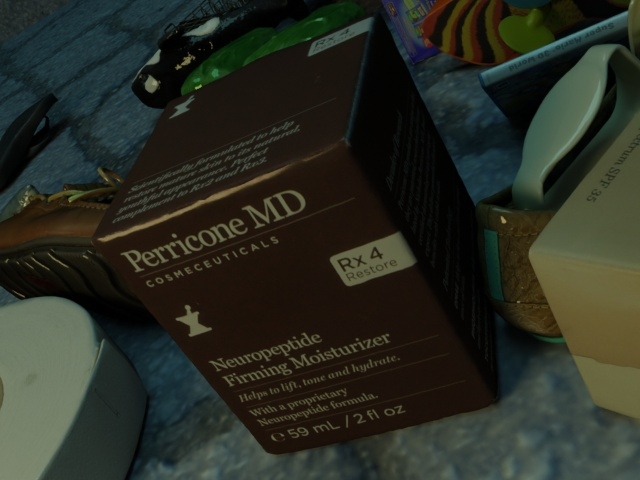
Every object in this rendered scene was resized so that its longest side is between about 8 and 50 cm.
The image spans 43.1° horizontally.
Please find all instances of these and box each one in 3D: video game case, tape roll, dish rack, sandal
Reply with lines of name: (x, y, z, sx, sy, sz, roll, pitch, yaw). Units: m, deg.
video game case: (0.218, -0.147, 0.652, 0.166, 0.015, 0.119, -21, -11, 20)
tape roll: (-0.323, 0.204, 0.661, 0.392, 0.072, 0.392, -23, 30, 15)
dish rack: (-0.140, -0.404, 1.395, 0.208, 0.074, 0.271, 3, 47, 48)
sandal: (-0.533, -0.161, 1.433, 0.097, 0.054, 0.255, -17, 42, 38)

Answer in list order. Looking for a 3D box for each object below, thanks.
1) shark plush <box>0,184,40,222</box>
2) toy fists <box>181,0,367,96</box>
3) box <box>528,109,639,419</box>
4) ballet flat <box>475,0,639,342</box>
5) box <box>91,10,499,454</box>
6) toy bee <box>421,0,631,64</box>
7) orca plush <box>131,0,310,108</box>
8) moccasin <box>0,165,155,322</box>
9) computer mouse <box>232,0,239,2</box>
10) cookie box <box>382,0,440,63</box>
shark plush: (-0.438, -0.025, 1.111, 0.161, 0.067, 0.073, -15, 34, 28)
toy fists: (-0.064, -0.208, 1.008, 0.279, 0.096, 0.142, -1, 32, 45)
box: (0.262, 0.024, 0.322, 0.148, 0.121, 0.311, -46, 32, -24)
ballet flat: (0.215, -0.086, 0.529, 0.342, 0.124, 0.116, -42, 30, -18)
box: (0.000, 0.000, 0.525, 0.168, 0.203, 0.167, -19, 33, 23)
toy bee: (0.232, -0.235, 0.742, 0.195, 0.162, 0.298, -52, 9, -16)
orca plush: (-0.137, -0.258, 1.194, 0.287, 0.102, 0.151, -25, -16, -6)
moccasin: (-0.222, -0.003, 0.826, 0.380, 0.139, 0.147, -5, 47, 54)
computer mouse: (-0.116, -0.455, 1.291, 0.106, 0.042, 0.193, 120, 174, -50)
cookie box: (0.133, -0.261, 0.900, 0.107, 0.092, 0.040, -21, 35, 18)
